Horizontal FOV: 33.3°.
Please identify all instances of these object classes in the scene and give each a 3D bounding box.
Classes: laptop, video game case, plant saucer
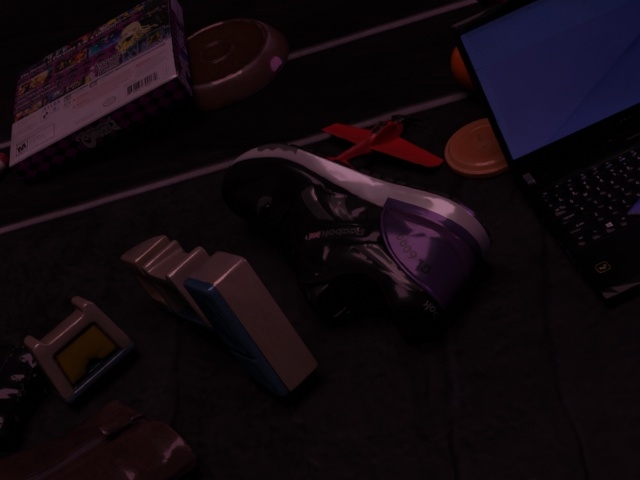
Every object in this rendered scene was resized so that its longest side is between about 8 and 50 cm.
[{"bbox_3d":[0.278,-0.117,0.918,0.234,0.136,0.264,-25,42,0],"label":"laptop"},{"bbox_3d":[-0.268,-0.191,1.300,0.232,0.042,0.210,-27,41,10],"label":"video game case"},{"bbox_3d":[0.161,-0.093,1.043,0.083,0.013,0.083,-13,41,12],"label":"plant saucer"},{"bbox_3d":[-0.122,-0.220,1.297,0.168,0.029,0.168,-13,41,12],"label":"plant saucer"}]

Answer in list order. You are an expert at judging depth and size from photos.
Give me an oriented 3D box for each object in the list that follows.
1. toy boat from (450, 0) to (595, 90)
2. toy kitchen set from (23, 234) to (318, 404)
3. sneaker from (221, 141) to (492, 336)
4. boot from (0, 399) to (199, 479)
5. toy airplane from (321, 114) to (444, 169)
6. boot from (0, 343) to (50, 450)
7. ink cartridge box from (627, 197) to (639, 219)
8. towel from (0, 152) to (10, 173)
[{"bbox_3d":[0.193,-0.216,1.088,0.151,0.151,0.231,-52,39,14],"label":"toy boat"},{"bbox_3d":[-0.138,0.100,0.930,0.166,0.122,0.207,-42,24,-19],"label":"toy kitchen set"},{"bbox_3d":[0.000,0.000,0.957,0.283,0.107,0.124,16,61,36],"label":"sneaker"},{"bbox_3d":[-0.246,0.207,0.886,0.248,0.090,0.207,15,42,38],"label":"boot"},{"bbox_3d":[0.042,-0.092,1.076,0.151,0.028,0.151,-7,37,6],"label":"toy airplane"},{"bbox_3d":[-0.314,0.142,0.992,0.121,0.045,0.099,1,48,15],"label":"boot"},{"bbox_3d":[0.390,0.023,0.640,0.395,0.151,0.270,33,64,25],"label":"ink cartridge box"},{"bbox_3d":[-0.551,-0.011,1.271,0.237,0.037,0.329,15,54,34],"label":"towel"}]
